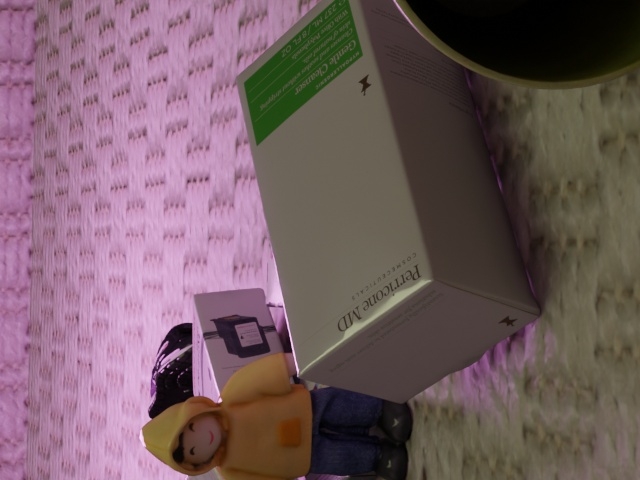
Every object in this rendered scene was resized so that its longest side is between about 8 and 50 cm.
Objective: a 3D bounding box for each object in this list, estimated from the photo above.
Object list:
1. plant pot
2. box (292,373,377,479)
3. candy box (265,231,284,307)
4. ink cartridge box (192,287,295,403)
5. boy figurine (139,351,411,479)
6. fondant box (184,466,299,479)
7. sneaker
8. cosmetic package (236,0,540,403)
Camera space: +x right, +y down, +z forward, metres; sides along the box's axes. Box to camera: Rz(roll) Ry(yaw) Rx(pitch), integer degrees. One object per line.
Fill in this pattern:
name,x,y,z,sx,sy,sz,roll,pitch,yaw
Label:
plant pot,0.154,-0.258,1.285,0.293,0.274,0.275,-141,54,-83
box,0.013,0.213,1.872,0.145,0.038,0.186,128,140,-58
candy box,0.000,0.000,1.874,0.196,0.070,0.165,179,92,-68
ink cartridge box,-0.099,0.195,2.015,0.237,0.100,0.172,-112,21,-56
boy figurine,-0.049,0.199,1.697,0.092,0.285,0.177,-147,64,-66
fondant box,-0.093,0.416,1.867,0.238,0.096,0.330,54,139,27
sneaker,-0.200,0.165,2.339,0.283,0.107,0.124,129,144,-57
cosmetic package,0.058,-0.049,1.554,0.197,0.155,0.366,-39,49,33
